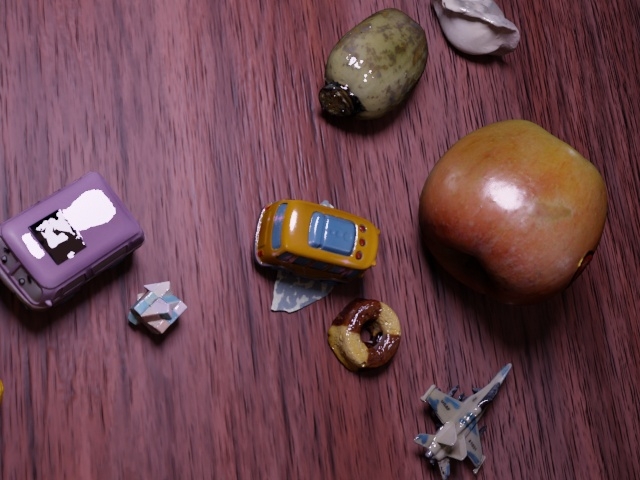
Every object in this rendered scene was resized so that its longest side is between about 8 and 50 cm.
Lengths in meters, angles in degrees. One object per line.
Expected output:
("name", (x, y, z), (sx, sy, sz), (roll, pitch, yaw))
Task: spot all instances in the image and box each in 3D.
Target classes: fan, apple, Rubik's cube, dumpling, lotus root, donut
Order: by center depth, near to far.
("Rubik's cube", (-0.265, 0.105, 0.999), (0.073, 0.084, 0.075), (48, 49, -12))
("donut", (0.085, 0.173, 1.146), (0.140, 0.059, 0.140), (4, 80, -24))
("apple", (0.360, -0.056, 1.154), (0.338, 0.338, 0.305), (45, 79, -8))
("fan", (-0.020, 0.035, 1.156), (0.131, 0.009, 0.240), (32, 68, -14))
("lotus root", (0.117, -0.360, 1.228), (0.173, 0.173, 0.309), (43, 59, -9))
("dumpling", (0.340, -0.471, 1.349), (0.229, 0.151, 0.124), (26, 97, -17))

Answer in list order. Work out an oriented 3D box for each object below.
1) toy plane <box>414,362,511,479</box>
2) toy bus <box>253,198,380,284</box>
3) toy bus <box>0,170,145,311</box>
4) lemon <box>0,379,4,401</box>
("toy plane", (0.282, 0.325, 1.187), (0.262, 0.088, 0.192), (-41, 102, -35))
("toy bus", (0.000, 0.000, 1.092), (0.209, 0.136, 0.126), (15, 74, -23))
("toy bus", (-0.384, 0.003, 0.934), (0.202, 0.142, 0.142), (-38, 95, -26))
("lemon", (-0.511, 0.206, 0.851), (0.155, 0.114, 0.114), (35, 67, -8))
